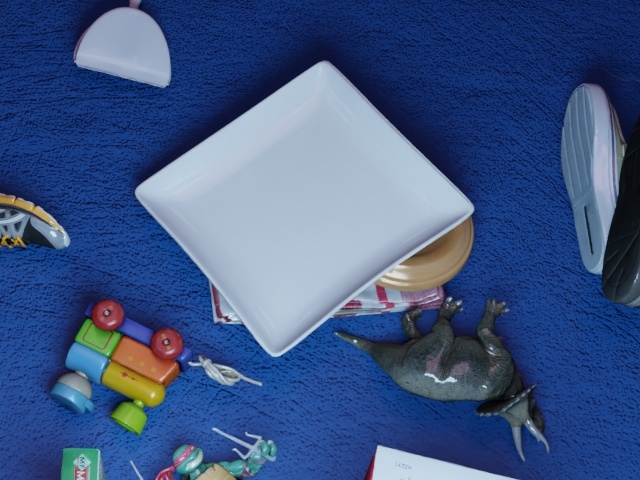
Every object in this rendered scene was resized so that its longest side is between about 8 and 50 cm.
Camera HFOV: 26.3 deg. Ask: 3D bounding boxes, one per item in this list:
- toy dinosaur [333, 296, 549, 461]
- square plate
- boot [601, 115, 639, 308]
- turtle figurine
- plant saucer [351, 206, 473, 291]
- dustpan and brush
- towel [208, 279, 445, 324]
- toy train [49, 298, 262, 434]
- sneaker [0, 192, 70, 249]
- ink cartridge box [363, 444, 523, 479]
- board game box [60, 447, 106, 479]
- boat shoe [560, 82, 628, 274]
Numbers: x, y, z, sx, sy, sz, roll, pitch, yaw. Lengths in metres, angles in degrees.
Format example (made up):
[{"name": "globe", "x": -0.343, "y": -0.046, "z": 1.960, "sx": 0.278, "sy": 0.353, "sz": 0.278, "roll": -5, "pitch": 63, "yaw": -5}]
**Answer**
[{"name": "toy dinosaur", "x": 0.173, "y": 0.161, "z": 1.833, "sx": 0.313, "sy": 0.121, "sz": 0.160, "roll": 17, "pitch": 46, "yaw": -2}, {"name": "square plate", "x": -0.025, "y": -0.048, "z": 1.900, "sx": 0.347, "sy": 0.049, "sz": 0.344, "roll": -36, "pitch": 63, "yaw": -13}, {"name": "boot", "x": 0.571, "y": -0.043, "z": 1.938, "sx": 0.284, "sy": 0.138, "sz": 0.377, "roll": 22, "pitch": 71, "yaw": -14}, {"name": "turtle figurine", "x": -0.117, "y": 0.319, "z": 1.707, "sx": 0.234, "sy": 0.118, "sz": 0.175, "roll": 45, "pitch": 79, "yaw": 0}, {"name": "plant saucer", "x": 0.120, "y": -0.023, "z": 1.934, "sx": 0.200, "sy": 0.037, "sz": 0.200, "roll": 3, "pitch": 60, "yaw": -4}, {"name": "dustpan and brush", "x": -0.290, "y": -0.326, "z": 2.091, "sx": 0.147, "sy": 0.060, "sz": 0.211, "roll": 13, "pitch": 66, "yaw": -12}, {"name": "towel", "x": 0.000, "y": 0.000, "z": 1.949, "sx": 0.329, "sy": 0.037, "sz": 0.237, "roll": -5, "pitch": 61, "yaw": -10}, {"name": "toy train", "x": -0.217, "y": 0.191, "z": 1.780, "sx": 0.248, "sy": 0.105, "sz": 0.143, "roll": 26, "pitch": 71, "yaw": 7}, {"name": "sneaker", "x": -0.447, "y": -0.022, "z": 1.885, "sx": 0.215, "sy": 0.084, "sz": 0.083, "roll": 18, "pitch": 73, "yaw": 7}, {"name": "ink cartridge box", "x": 0.096, "y": 0.363, "z": 1.596, "sx": 0.272, "sy": 0.309, "sz": 0.130, "roll": 14, "pitch": 59, "yaw": 0}, {"name": "board game box", "x": -0.274, "y": 0.424, "z": 1.569, "sx": 0.046, "sy": 0.213, "sz": 0.317, "roll": 0, "pitch": 61, "yaw": -4}, {"name": "boat shoe", "x": 0.425, "y": -0.088, "z": 2.028, "sx": 0.094, "sy": 0.109, "sz": 0.302, "roll": 5, "pitch": 70, "yaw": -19}]
